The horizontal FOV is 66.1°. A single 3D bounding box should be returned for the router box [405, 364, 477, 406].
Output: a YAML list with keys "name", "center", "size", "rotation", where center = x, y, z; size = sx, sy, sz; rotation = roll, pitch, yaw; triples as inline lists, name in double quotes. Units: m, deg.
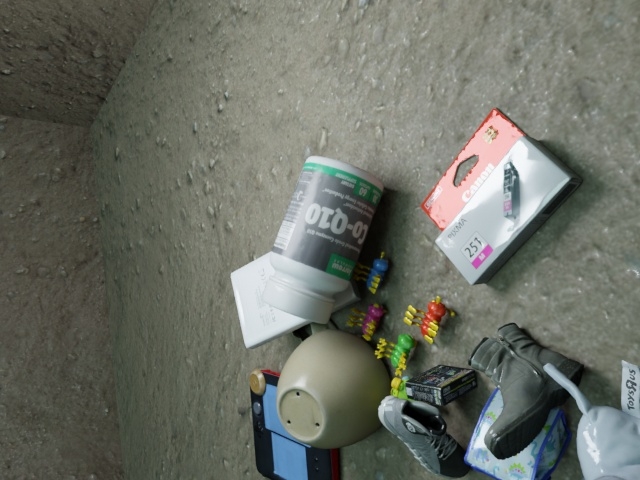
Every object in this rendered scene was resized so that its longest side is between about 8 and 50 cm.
- name: "router box"
  center: [0.247, 0.294, 1.005]
  size: [0.092, 0.122, 0.038]
  rotation: [-8, 92, 51]

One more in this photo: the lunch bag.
- name: "lunch bag"
  center: [0.344, 0.356, 0.864]
  size: [0.128, 0.151, 0.096]
  rotation: [6, 132, 50]

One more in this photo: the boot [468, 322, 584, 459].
- name: "boot"
  center: [0.320, 0.251, 0.852]
  size: [0.161, 0.246, 0.084]
  rotation: [30, 140, 44]

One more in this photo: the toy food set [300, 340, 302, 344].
- name: "toy food set"
  center: [-0.036, 0.323, 1.422]
  size: [0.083, 0.020, 0.083]
  rotation: [37, 117, 45]

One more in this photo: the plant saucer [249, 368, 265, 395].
- name: "plant saucer"
  center: [-0.200, 0.442, 1.532]
  size: [0.083, 0.015, 0.084]
  rotation: [3, 94, 50]

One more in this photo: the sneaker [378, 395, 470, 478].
- name: "sneaker"
  center: [0.226, 0.391, 0.966]
  size: [0.228, 0.086, 0.132]
  rotation: [38, 151, -3]

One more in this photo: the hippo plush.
- name: "hippo plush"
  center: [0.433, 0.346, 0.639]
  size: [0.234, 0.236, 0.295]
  rotation: [-12, 103, 34]

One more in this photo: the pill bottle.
- name: "pill bottle"
  center: [0.000, 0.000, 1.179]
  size: [0.204, 0.204, 0.361]
  rotation: [18, 87, 49]

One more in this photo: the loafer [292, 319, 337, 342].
- name: "loafer"
  center: [-0.050, 0.216, 1.384]
  size: [0.268, 0.092, 0.102]
  rotation: [39, 117, 42]

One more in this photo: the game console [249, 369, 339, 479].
- name: "game console"
  center: [-0.088, 0.572, 1.451]
  size: [0.386, 0.060, 0.343]
  rotation: [-4, 86, 51]

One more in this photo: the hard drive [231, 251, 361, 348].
- name: "hard drive"
  center: [-0.079, 0.122, 1.342]
  size: [0.352, 0.047, 0.233]
  rotation: [-28, 62, 21]

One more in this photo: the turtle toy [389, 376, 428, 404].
- name: "turtle toy"
  center: [0.200, 0.361, 1.103]
  size: [0.095, 0.066, 0.130]
  rotation: [22, 110, 24]

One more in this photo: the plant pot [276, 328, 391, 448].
- name: "plant pot"
  center: [0.004, 0.375, 1.175]
  size: [0.283, 0.191, 0.285]
  rotation: [4, 98, 30]

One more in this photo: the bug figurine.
- name: "bug figurine"
  center: [0.171, 0.169, 1.137]
  size: [0.279, 0.072, 0.216]
  rotation: [41, 118, 44]

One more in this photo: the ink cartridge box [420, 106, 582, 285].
- name: "ink cartridge box"
  center: [0.323, -0.090, 0.973]
  size: [0.239, 0.060, 0.275]
  rotation: [56, 129, 33]
